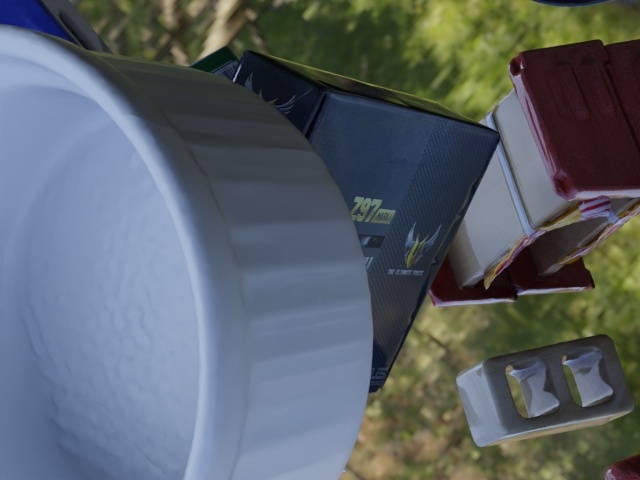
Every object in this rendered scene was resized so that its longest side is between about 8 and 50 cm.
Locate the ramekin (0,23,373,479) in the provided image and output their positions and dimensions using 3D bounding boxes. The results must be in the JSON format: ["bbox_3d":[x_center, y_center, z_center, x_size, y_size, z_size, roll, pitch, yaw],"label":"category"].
[{"bbox_3d":[-0.108,0.042,0.763,0.277,0.277,0.135,40,-154,30],"label":"ramekin"}]

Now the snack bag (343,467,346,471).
[{"bbox_3d":[-0.170,0.196,1.526,0.323,0.342,0.037,-130,21,-65],"label":"snack bag"}]

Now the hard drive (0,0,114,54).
[{"bbox_3d":[-0.273,-0.049,1.044,0.210,0.319,0.040,51,-159,-23],"label":"hard drive"}]

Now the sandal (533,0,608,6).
[{"bbox_3d":[0.243,-0.269,1.458,0.446,0.107,0.167,18,161,35],"label":"sandal"}]

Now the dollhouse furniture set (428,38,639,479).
[{"bbox_3d":[0.202,0.069,1.144,0.201,0.152,0.374,-43,59,55],"label":"dollhouse furniture set"}]

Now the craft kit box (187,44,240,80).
[{"bbox_3d":[-0.184,-0.056,1.680,0.061,0.250,0.246,49,157,23],"label":"craft kit box"}]

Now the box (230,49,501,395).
[{"bbox_3d":[0.000,0.000,0.929,0.059,0.183,0.233,29,-169,26],"label":"box"}]
